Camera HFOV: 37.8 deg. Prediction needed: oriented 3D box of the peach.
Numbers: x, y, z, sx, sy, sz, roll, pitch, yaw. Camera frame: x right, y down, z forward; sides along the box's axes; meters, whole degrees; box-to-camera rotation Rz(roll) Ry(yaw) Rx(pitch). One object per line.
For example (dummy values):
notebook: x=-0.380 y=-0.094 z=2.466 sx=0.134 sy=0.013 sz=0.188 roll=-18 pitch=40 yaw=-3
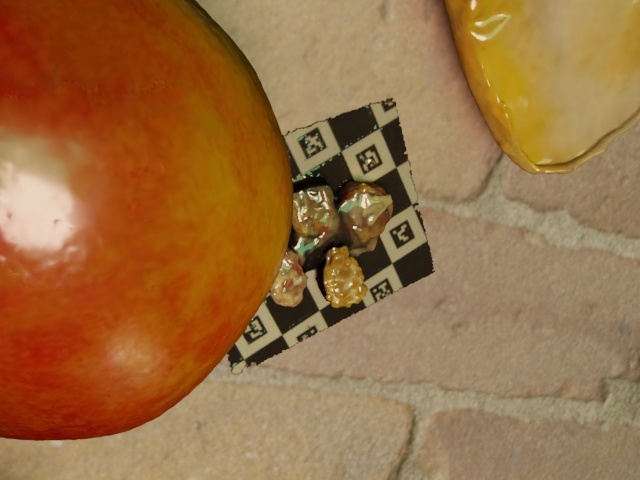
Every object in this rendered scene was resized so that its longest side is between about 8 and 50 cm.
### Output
peach: x=-0.170 y=-0.023 z=0.566 sx=0.308 sy=0.308 sz=0.332 roll=-24 pitch=132 yaw=-15

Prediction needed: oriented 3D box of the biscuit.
biscuit: x=0.249 y=-0.306 z=0.755 sx=0.429 sy=0.104 sz=0.446 roll=-39 pitch=121 yaw=-9

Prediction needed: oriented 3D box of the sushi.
sushi: x=0.000 y=0.000 z=0.781 sx=0.210 sy=0.040 sz=0.192 roll=-24 pitch=115 yaw=-16
